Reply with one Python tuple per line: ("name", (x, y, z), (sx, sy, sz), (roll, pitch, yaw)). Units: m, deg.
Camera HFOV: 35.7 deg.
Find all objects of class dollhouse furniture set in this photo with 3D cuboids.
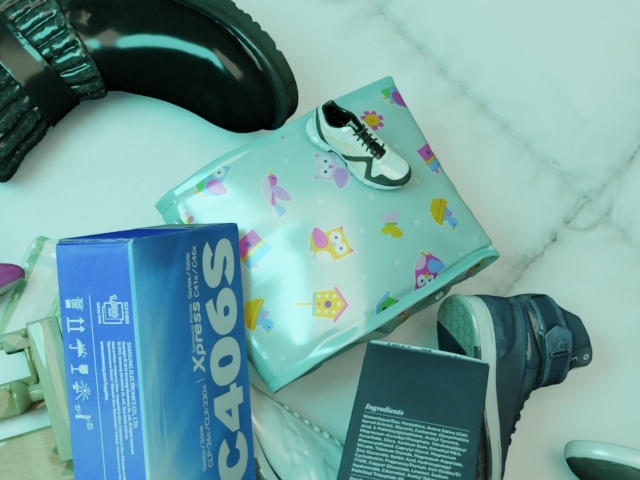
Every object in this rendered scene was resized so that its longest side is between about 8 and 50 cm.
("dollhouse furniture set", (-0.267, 0.154, 0.844), (0.123, 0.151, 0.144), (-15, 85, -15))

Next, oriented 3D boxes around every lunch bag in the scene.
("lunch bag", (0.000, 0.000, 0.962), (0.262, 0.160, 0.223), (-28, 82, -25))

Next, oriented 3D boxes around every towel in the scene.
("towel", (-0.228, 0.073, 0.961), (0.152, 0.023, 0.113), (24, 72, -7))

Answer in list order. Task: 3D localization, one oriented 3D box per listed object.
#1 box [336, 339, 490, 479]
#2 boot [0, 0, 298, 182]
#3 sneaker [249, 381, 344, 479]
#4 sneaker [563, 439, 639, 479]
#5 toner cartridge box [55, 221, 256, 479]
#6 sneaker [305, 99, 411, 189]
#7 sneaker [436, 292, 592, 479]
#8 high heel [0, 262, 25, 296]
("box", (0.070, 0.213, 0.827), (0.108, 0.153, 0.207), (10, 51, 8))
("boot", (-0.224, -0.149, 0.965), (0.348, 0.131, 0.260), (32, 62, 10))
("sneaker", (-0.035, 0.201, 0.940), (0.095, 0.090, 0.235), (-35, 86, -34))
("sneaker", (0.349, 0.318, 0.970), (0.295, 0.104, 0.147), (33, 68, -3))
("toner cartridge box", (-0.125, 0.163, 0.818), (0.075, 0.165, 0.348), (-2, 95, 26))
("sneaker", (0.035, -0.086, 0.894), (0.109, 0.044, 0.040), (33, 61, 5))
("sneaker", (0.198, 0.162, 0.994), (0.163, 0.086, 0.226), (-2, 96, -35))
("high heel", (-0.400, 0.028, 0.901), (0.244, 0.082, 0.117), (-17, 88, -4))
